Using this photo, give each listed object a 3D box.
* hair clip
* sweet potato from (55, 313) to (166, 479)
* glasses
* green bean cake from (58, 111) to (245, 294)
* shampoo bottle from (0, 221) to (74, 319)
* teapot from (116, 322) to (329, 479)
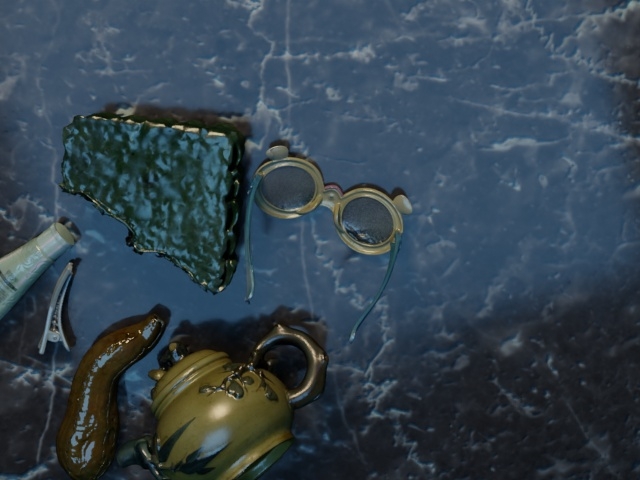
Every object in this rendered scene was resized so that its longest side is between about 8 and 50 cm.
[{"bbox_3d":[-0.309,0.083,1.336,0.039,0.030,0.115,11,104,-21],"label":"hair clip"},{"bbox_3d":[-0.263,0.186,1.342,0.081,0.062,0.233,20,98,-19],"label":"sweet potato"},{"bbox_3d":[-0.010,0.020,1.247,0.189,0.220,0.088,23,140,-6],"label":"glasses"},{"bbox_3d":[-0.189,-0.048,1.268,0.208,0.107,0.193,6,105,0],"label":"green bean cake"},{"bbox_3d":[-0.376,0.048,1.321,0.190,0.041,0.069,-38,93,7],"label":"shampoo bottle"},{"bbox_3d":[-0.119,0.190,1.300,0.269,0.173,0.182,-40,74,-2],"label":"teapot"}]
